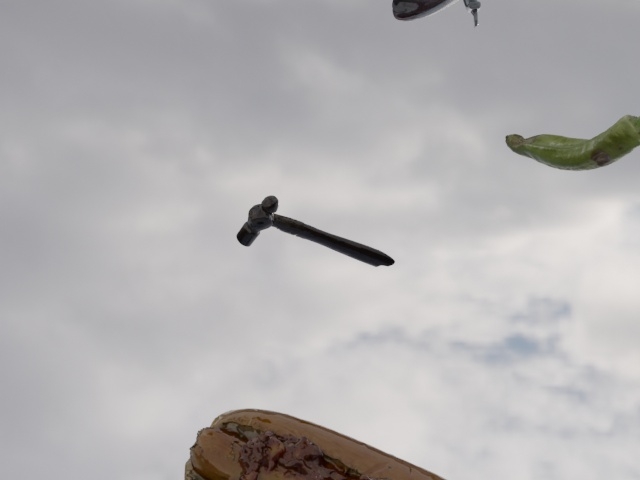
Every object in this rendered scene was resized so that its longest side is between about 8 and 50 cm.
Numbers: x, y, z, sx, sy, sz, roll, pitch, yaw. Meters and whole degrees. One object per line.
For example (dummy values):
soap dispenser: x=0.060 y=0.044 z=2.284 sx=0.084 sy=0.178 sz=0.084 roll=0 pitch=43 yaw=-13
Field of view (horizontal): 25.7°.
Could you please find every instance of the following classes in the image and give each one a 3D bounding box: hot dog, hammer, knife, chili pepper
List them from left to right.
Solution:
hammer: x=0.000 y=0.000 z=1.420 sx=0.178 sy=0.065 sz=0.021 roll=19 pitch=-140 yaw=-33
hot dog: x=0.044 y=0.161 z=0.728 sx=0.249 sy=0.076 sz=0.102 roll=30 pitch=-130 yaw=4
knife: x=0.135 y=-0.270 z=1.525 sx=0.053 sy=0.123 sz=0.278 roll=0 pitch=178 yaw=-11
chili pepper: x=0.271 y=-0.098 z=1.493 sx=0.043 sy=0.049 sz=0.208 roll=-38 pitch=-162 yaw=-35
